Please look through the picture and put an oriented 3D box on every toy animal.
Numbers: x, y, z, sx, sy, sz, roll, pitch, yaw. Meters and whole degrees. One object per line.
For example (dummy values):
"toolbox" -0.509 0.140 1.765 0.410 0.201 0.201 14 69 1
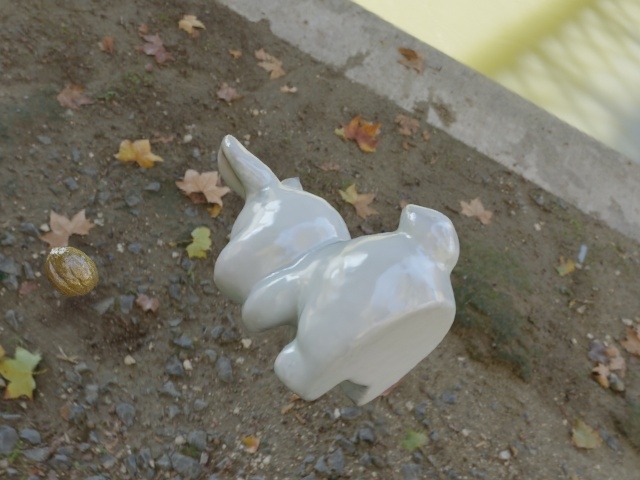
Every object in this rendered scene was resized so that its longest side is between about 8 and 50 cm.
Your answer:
"toy animal" -0.005 0.009 0.643 0.241 0.196 0.367 -50 52 1

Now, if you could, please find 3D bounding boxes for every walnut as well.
"walnut" -0.560 0.068 1.154 0.105 0.105 0.125 -38 110 -31
